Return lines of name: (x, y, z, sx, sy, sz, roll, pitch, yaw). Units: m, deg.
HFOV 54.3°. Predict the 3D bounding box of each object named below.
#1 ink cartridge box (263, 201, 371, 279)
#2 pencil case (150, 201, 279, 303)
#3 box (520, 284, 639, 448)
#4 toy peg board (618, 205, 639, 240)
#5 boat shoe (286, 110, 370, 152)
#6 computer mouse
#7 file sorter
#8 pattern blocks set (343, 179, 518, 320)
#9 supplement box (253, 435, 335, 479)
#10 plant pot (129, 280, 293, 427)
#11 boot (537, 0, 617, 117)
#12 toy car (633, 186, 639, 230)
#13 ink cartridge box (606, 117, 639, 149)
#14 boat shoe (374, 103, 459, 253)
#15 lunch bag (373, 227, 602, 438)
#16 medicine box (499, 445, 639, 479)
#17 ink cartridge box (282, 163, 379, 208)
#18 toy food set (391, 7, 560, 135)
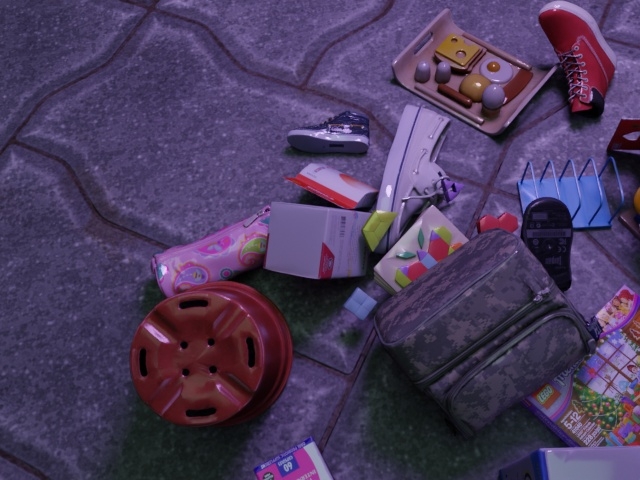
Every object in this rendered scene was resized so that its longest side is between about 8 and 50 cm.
ink cartridge box: (0.000, 0.000, 1.176, 0.128, 0.176, 0.128, 8, 93, 32)
pencil case: (-0.191, 0.024, 1.244, 0.284, 0.124, 0.124, -24, 64, -4)
box: (0.523, 0.247, 1.100, 0.293, 0.057, 0.201, -42, 67, -14)
toy peg board: (0.708, -0.045, 1.212, 0.161, 0.079, 0.160, -32, 66, -10)
boat shoe: (0.019, -0.244, 1.391, 0.184, 0.065, 0.083, 5, 63, 1)
computer mouse: (0.387, 0.054, 1.183, 0.184, 0.060, 0.261, -7, 89, 0)
file sorter: (0.496, -0.095, 1.244, 0.171, 0.104, 0.118, -3, 64, 4)
pattern blocks set: (0.203, 0.042, 1.174, 0.286, 0.026, 0.324, 28, 87, -10)
supplement box: (-0.008, 0.453, 1.024, 0.111, 0.114, 0.220, -27, 66, -9)
plant pot: (-0.183, 0.192, 1.043, 0.273, 0.265, 0.272, 0, 82, -2)
boot: (0.538, -0.375, 1.327, 0.244, 0.088, 0.176, 34, 67, -27)
toy car: (0.671, -0.073, 1.134, 0.182, 0.136, 0.159, 9, 108, 28)
ink cartridge box: (0.680, -0.172, 1.172, 0.239, 0.275, 0.060, 3, 87, 20)
boat shoe: (0.209, -0.120, 1.281, 0.157, 0.135, 0.366, 14, 57, 9)
lunch bag: (0.281, 0.159, 1.058, 0.305, 0.212, 0.256, -38, 100, 4)
medicine box: (0.368, 0.447, 0.888, 0.149, 0.289, 0.263, -1, 64, 3)
ink cartridge box: (0.024, -0.114, 1.266, 0.146, 0.179, 0.045, 28, 102, 18)
toy food set: (0.347, -0.392, 1.410, 0.306, 0.092, 0.219, 36, 73, 20)
